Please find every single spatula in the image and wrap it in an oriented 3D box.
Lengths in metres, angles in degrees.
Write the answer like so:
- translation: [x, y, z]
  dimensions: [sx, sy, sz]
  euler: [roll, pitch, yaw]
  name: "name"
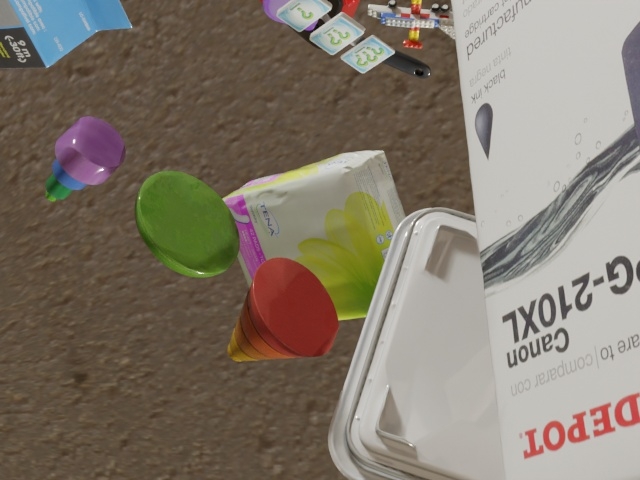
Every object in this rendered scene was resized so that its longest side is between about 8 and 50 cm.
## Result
- translation: [0.043, -0.330, 1.745]
  dimensions: [0.296, 0.084, 0.030]
  euler: [30, 48, 7]
  name: "spatula"

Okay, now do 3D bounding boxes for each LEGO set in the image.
- translation: [0.077, -0.324, 1.578]
  dimensions: [0.182, 0.244, 0.060]
  euler: [30, 52, -31]
  name: "LEGO set"

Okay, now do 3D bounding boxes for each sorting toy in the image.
- translation: [-0.153, 0.024, 1.191]
  dimensions: [0.365, 0.126, 0.127]
  euler: [40, 38, -14]
  name: "sorting toy"

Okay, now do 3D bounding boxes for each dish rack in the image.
- translation: [0.182, 0.128, 1.170]
  dimensions: [0.285, 0.072, 0.333]
  euler: [17, 68, 5]
  name: "dish rack"

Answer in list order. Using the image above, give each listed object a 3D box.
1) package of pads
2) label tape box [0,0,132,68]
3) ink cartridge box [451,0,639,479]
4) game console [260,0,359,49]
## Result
- translation: [0.000, 0.000, 1.597]
  dimensions: [0.101, 0.296, 0.229]
  euler: [-28, 102, -44]
  name: "package of pads"
- translation: [-0.494, -0.391, 1.689]
  dimensions: [0.106, 0.333, 0.241]
  euler: [-64, 146, -38]
  name: "label tape box"
- translation: [0.142, -0.026, 0.397]
  dimensions: [0.100, 0.172, 0.237]
  euler: [8, 66, -26]
  name: "ink cartridge box"
- translation: [-0.080, -0.504, 1.971]
  dimensions: [0.342, 0.386, 0.060]
  euler: [42, 81, 0]
  name: "game console"
